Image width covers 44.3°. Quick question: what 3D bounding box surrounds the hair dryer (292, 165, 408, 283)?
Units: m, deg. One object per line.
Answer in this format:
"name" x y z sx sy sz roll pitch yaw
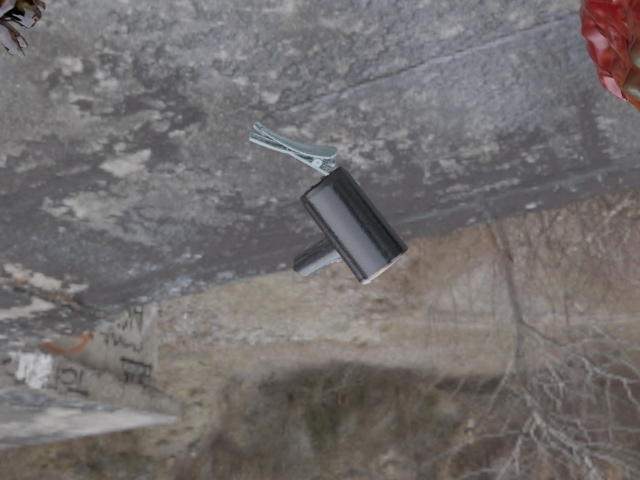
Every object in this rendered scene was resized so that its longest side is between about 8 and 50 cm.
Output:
"hair dryer" 0.000 0.000 0.989 0.070 0.128 0.255 -39 -175 -27

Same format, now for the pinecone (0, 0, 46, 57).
"pinecone" -0.421 -0.319 0.840 0.242 0.298 0.296 -28 131 2

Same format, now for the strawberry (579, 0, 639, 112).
"strawberry" 0.291 -0.133 0.352 0.310 0.292 0.292 -38 169 -22

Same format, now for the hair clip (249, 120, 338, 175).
"hair clip" -0.031 -0.120 0.979 0.115 0.030 0.039 20 141 -8
